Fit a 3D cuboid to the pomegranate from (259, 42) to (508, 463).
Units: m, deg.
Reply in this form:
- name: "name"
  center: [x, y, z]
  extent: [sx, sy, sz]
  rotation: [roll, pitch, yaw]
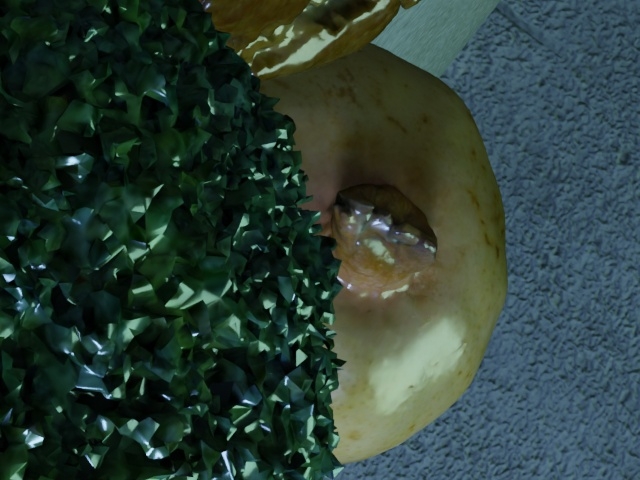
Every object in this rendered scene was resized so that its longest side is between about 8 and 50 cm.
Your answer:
- name: "pomegranate"
  center: [-0.006, 0.002, 0.873]
  extent: [0.207, 0.207, 0.207]
  rotation: [-53, 177, -4]

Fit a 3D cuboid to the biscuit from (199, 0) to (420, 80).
- name: "biscuit"
  center: [0.026, -0.142, 0.618]
  extent: [0.226, 0.042, 0.226]
  rotation: [-36, 156, -19]

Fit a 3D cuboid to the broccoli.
- name: "broccoli"
  center: [-0.099, 0.014, 0.458]
  extent: [0.194, 0.194, 0.219]
  rotation: [122, -18, -59]
